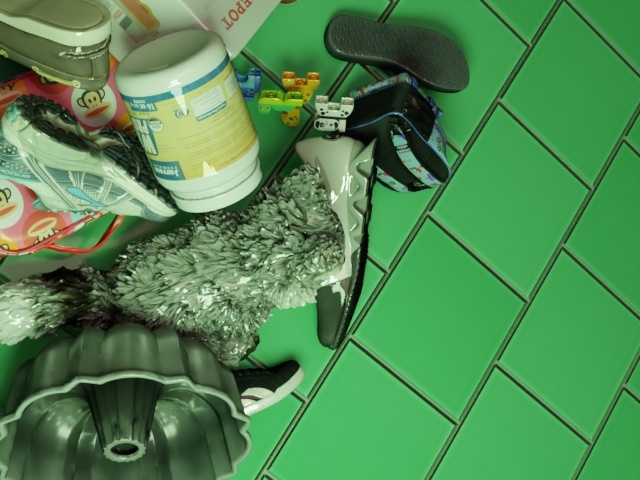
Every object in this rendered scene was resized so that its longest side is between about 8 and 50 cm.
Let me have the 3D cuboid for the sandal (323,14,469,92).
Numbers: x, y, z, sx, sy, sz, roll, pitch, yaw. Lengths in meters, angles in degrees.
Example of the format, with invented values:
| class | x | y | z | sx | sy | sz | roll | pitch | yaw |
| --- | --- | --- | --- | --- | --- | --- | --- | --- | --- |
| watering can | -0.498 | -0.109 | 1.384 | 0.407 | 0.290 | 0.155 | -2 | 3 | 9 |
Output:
| class | x | y | z | sx | sy | sz | roll | pitch | yaw |
| --- | --- | --- | --- | --- | --- | --- | --- | --- | --- |
| sandal | 0.125 | -0.305 | 1.798 | 0.255 | 0.054 | 0.097 | 16 | 71 | -14 |

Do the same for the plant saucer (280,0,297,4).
| class | x | y | z | sx | sy | sz | roll | pitch | yaw |
| --- | --- | --- | --- | --- | --- | --- | --- | --- | --- |
| plant saucer | -0.062 | -0.409 | 1.728 | 0.083 | 0.015 | 0.083 | 3 | 84 | -27 |

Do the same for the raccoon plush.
| class | x | y | z | sx | sy | sz | roll | pitch | yaw |
| --- | --- | --- | --- | --- | --- | --- | --- | --- | --- |
| raccoon plush | -0.167 | 0.053 | 1.430 | 0.446 | 0.299 | 0.216 | -18 | 76 | -39 |

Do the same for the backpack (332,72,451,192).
| class | x | y | z | sx | sy | sz | roll | pitch | yaw |
| --- | --- | --- | --- | --- | --- | --- | --- | --- | --- |
| backpack | 0.126 | -0.157 | 1.726 | 0.173 | 0.158 | 0.117 | 41 | 51 | -31 |

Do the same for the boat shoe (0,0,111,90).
| class | x | y | z | sx | sy | sz | roll | pitch | yaw |
| --- | --- | --- | --- | --- | --- | --- | --- | --- | --- |
| boat shoe | -0.401 | -0.288 | 1.432 | 0.116 | 0.324 | 0.096 | -43 | 148 | -41 |

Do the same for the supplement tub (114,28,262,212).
| class | x | y | z | sx | sy | sz | roll | pitch | yaw |
| --- | --- | --- | --- | --- | --- | --- | --- | --- | --- |
| supplement tub | -0.162 | -0.151 | 1.403 | 0.144 | 0.144 | 0.199 | -35 | 124 | -24 |

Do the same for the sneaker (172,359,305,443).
| class | x | y | z | sx | sy | sz | roll | pitch | yaw |
| --- | --- | --- | --- | --- | --- | --- | --- | --- | --- |
| sneaker | -0.132 | 0.198 | 1.603 | 0.217 | 0.079 | 0.121 | -29 | 99 | -24 |

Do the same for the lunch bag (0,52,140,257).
| class | x | y | z | sx | sy | sz | roll | pitch | yaw |
| --- | --- | --- | --- | --- | --- | --- | --- | --- | --- |
| lunch bag | -0.356 | -0.107 | 1.498 | 0.293 | 0.120 | 0.258 | -29 | 99 | -26 |

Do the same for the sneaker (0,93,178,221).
| class | x | y | z | sx | sy | sz | roll | pitch | yaw |
| --- | --- | --- | --- | --- | --- | --- | --- | --- | --- |
| sneaker | -0.308 | -0.086 | 1.420 | 0.283 | 0.122 | 0.110 | 29 | 29 | -42 |

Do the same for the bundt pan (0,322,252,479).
| class | x | y | z | sx | sy | sz | roll | pitch | yaw |
| --- | --- | --- | --- | --- | --- | --- | --- | --- | --- |
| bundt pan | -0.257 | 0.223 | 1.434 | 0.331 | 0.331 | 0.124 | 12 | 44 | -25 |

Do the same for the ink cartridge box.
| class | x | y | z | sx | sy | sz | roll | pitch | yaw |
| --- | --- | --- | --- | --- | --- | --- | --- | --- | --- |
| ink cartridge box | -0.237 | -0.416 | 1.512 | 0.384 | 0.160 | 0.279 | 47 | 42 | -16 |

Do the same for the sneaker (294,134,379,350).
| class | x | y | z | sx | sy | sz | roll | pitch | yaw |
| --- | --- | --- | --- | --- | --- | --- | --- | --- | --- |
| sneaker | 0.000 | 0.000 | 1.675 | 0.146 | 0.122 | 0.330 | 7 | 101 | 8 |

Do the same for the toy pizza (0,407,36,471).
| class | x | y | z | sx | sy | sz | roll | pitch | yaw |
| --- | --- | --- | --- | --- | --- | --- | --- | --- | --- |
| toy pizza | -0.477 | 0.309 | 1.451 | 0.201 | 0.032 | 0.201 | 3 | 83 | -25 |

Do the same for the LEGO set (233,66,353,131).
| class | x | y | z | sx | sy | sz | roll | pitch | yaw |
| --- | --- | --- | --- | --- | --- | --- | --- | --- | --- |
| LEGO set | -0.065 | -0.200 | 1.669 | 0.227 | 0.093 | 0.087 | 4 | 46 | 0 |
